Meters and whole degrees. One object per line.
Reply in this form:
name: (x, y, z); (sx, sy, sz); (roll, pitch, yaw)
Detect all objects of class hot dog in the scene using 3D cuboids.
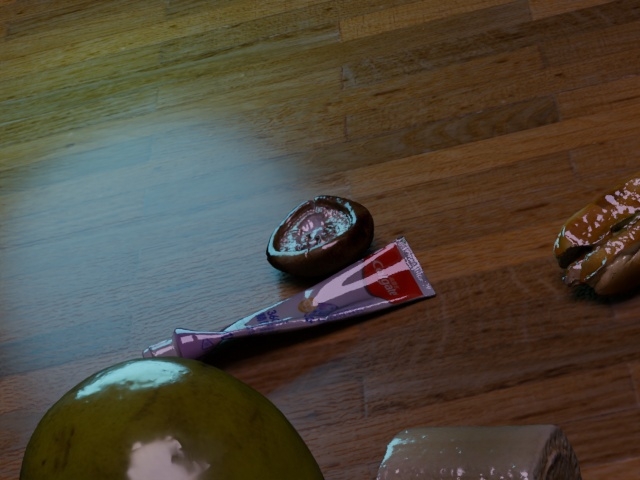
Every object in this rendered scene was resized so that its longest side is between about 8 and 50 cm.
hot dog: (0.346, -0.030, 1.674); (0.269, 0.072, 0.109); (-31, 38, -17)

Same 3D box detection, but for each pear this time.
pear: (-0.123, 0.216, 1.386); (0.253, 0.253, 0.307); (-22, 24, -6)

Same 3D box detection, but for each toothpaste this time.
toothpaste: (-0.036, 0.076, 1.720); (0.301, 0.048, 0.075); (-20, 30, -7)

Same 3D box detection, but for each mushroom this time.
mushroom: (0.000, 0.000, 1.803); (0.123, 0.052, 0.123); (-19, 29, 11)

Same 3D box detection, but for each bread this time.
bread: (0.128, 0.221, 1.359); (0.141, 0.134, 0.148); (-3, 24, 27)
